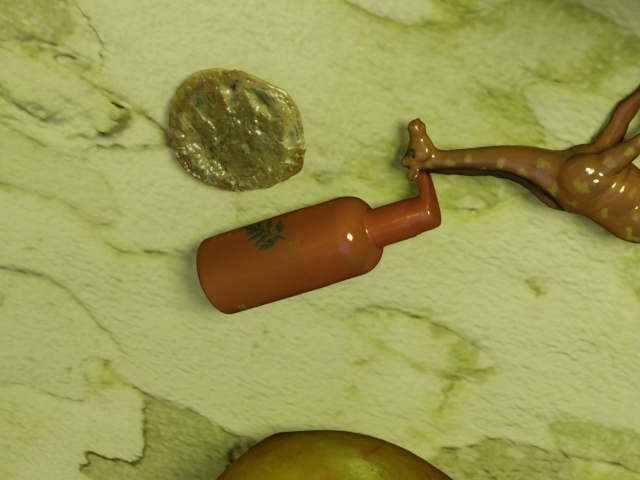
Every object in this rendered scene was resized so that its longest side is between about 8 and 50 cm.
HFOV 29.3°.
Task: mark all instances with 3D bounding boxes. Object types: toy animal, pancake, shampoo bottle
[{"bbox_3d":[0.213,-0.070,1.068,0.230,0.066,0.224,-38,103,27],"label":"toy animal"},{"bbox_3d":[-0.079,-0.104,1.156,0.139,0.022,0.139,8,124,12],"label":"pancake"},{"bbox_3d":[0.000,0.002,1.168,0.244,0.085,0.085,-19,115,23],"label":"shampoo bottle"}]

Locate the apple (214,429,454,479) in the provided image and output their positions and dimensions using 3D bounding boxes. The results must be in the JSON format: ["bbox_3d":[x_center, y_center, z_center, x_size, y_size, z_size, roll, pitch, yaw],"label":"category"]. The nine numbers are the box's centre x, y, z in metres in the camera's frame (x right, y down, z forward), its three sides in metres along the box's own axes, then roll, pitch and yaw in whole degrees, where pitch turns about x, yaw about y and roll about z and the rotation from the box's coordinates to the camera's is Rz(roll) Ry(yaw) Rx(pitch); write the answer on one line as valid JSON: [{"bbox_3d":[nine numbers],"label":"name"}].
[{"bbox_3d":[0.018,0.379,1.283,0.374,0.374,0.384,6,162,12],"label":"apple"}]
